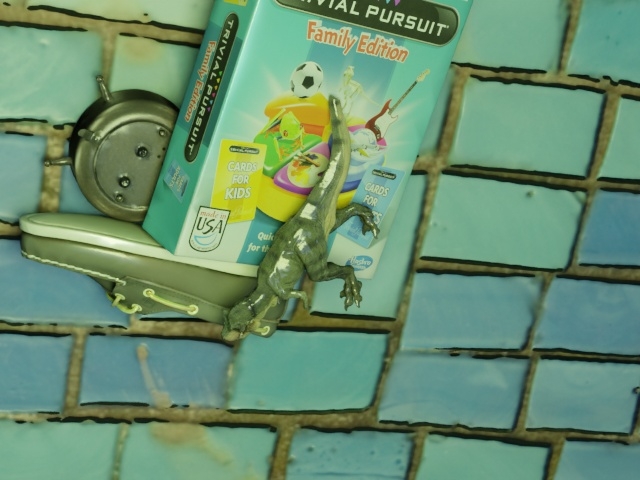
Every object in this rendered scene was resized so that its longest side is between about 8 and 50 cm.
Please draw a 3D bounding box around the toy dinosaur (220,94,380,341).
[{"bbox_3d":[0.000,0.000,1.468,0.118,0.064,0.268,23,97,-34],"label":"toy dinosaur"}]

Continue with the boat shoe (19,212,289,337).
[{"bbox_3d":[-0.168,0.036,1.515,0.305,0.109,0.091,11,102,-26],"label":"boat shoe"}]

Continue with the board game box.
[{"bbox_3d":[-0.008,-0.137,1.480,0.253,0.079,0.336,7,109,-37],"label":"board game box"}]

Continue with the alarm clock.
[{"bbox_3d":[-0.172,-0.076,1.498,0.192,0.064,0.129,28,100,-28],"label":"alarm clock"}]
